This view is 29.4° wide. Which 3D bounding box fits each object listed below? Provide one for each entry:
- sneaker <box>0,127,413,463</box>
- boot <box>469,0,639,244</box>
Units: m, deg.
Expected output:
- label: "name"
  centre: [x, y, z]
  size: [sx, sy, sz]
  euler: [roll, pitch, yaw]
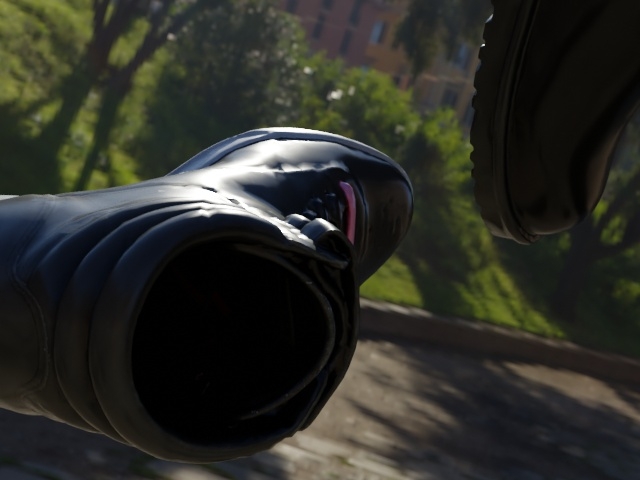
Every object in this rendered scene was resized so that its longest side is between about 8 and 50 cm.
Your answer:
- label: "sneaker"
  centre: [-0.019, 0.019, 0.496]
  size: [0.146, 0.105, 0.295]
  euler: [13, 17, 39]
- label: "boot"
  centre: [0.241, -0.124, 0.750]
  size: [0.260, 0.348, 0.131]
  euler: [22, 31, 26]
